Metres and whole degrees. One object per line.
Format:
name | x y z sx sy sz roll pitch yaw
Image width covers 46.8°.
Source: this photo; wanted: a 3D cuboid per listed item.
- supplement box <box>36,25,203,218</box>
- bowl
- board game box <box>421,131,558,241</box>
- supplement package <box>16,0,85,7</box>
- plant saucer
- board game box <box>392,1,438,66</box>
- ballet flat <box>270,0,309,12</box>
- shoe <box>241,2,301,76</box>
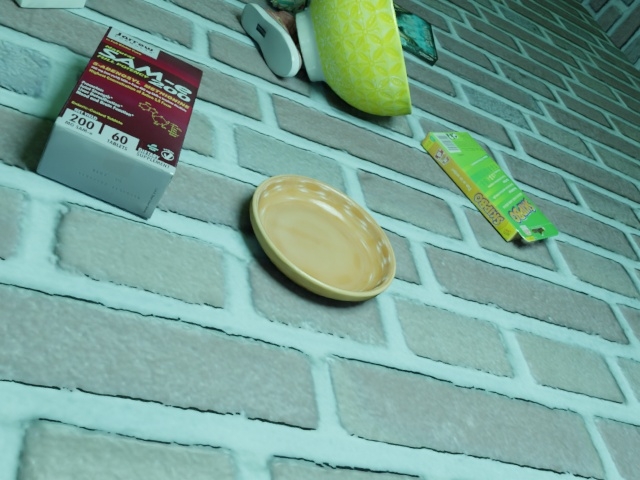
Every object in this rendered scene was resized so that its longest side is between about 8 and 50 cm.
supplement box | -0.220 -0.143 0.849 0.130 0.073 0.239 23 35 -18
bowl | 0.048 -0.334 1.215 0.156 0.289 0.289 -11 39 8
board game box | 0.294 -0.091 1.279 0.124 0.039 0.259 -9 52 -46
supplement package | -0.391 -0.407 0.987 0.179 0.105 0.105 47 36 15
plant saucer | 0.000 0.000 0.905 0.200 0.037 0.200 23 36 -18
board game box | 0.199 -0.468 1.658 0.126 0.026 0.186 25 35 -18
ballet flat | -0.076 -0.518 1.430 0.077 0.091 0.241 -4 41 -10
shoe | -0.059 -0.332 1.228 0.081 0.063 0.178 -4 46 -38
